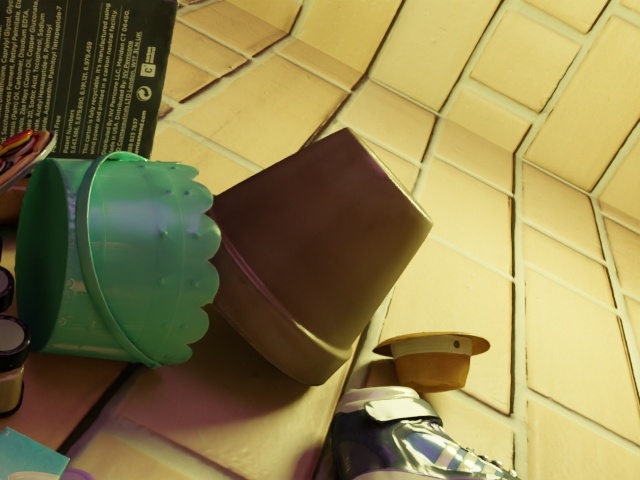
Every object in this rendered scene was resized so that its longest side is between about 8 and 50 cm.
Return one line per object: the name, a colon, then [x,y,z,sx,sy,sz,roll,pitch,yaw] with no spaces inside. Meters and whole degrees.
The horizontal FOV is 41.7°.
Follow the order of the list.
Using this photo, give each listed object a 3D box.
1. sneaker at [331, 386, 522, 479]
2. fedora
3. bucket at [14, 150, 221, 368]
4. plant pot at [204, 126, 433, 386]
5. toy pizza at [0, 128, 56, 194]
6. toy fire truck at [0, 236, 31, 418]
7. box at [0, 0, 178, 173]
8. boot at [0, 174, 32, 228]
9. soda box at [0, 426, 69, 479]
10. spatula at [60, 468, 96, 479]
sneaker: [0.169,0.290,1.132,0.323,0.130,0.236,15,32,-13]
fedora: [0.178,0.197,1.333,0.194,0.194,0.079,10,68,-32]
bucket: [-0.265,0.022,1.062,0.183,0.281,0.281,4,35,-33]
plant pot: [0.000,0.000,1.210,0.323,0.280,0.323,48,9,-10]
toy pizza: [-0.419,-0.083,1.047,0.032,0.201,0.201,57,14,-26]
toy fire truck: [-0.453,0.086,0.891,0.246,0.158,0.217,-7,48,-31]
box: [-0.536,-0.326,1.280,0.472,0.297,0.480,-2,30,-33]
boot: [-0.472,-0.020,1.124,0.264,0.096,0.280,27,27,-8]
soda box: [-0.305,0.271,0.736,0.071,0.067,0.210,29,36,-6]
spatula: [-0.359,0.250,0.807,0.296,0.030,0.084,12,29,-29]
